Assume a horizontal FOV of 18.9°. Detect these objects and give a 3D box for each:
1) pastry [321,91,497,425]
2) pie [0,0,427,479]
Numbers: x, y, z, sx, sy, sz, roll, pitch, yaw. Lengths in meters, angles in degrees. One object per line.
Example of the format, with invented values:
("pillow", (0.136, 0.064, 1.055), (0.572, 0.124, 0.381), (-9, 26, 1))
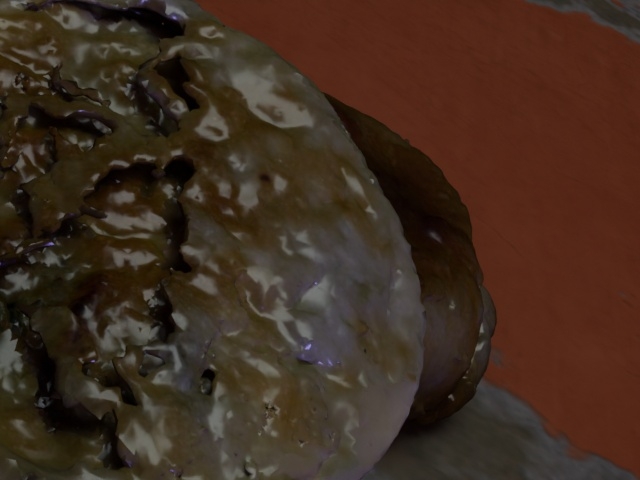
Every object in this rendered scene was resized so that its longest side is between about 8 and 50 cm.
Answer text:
("pastry", (0.000, 0.000, 1.032), (0.229, 0.100, 0.218), (33, 28, 0))
("pie", (-0.113, 0.003, 0.852), (0.339, 0.077, 0.339), (10, 49, -11))
